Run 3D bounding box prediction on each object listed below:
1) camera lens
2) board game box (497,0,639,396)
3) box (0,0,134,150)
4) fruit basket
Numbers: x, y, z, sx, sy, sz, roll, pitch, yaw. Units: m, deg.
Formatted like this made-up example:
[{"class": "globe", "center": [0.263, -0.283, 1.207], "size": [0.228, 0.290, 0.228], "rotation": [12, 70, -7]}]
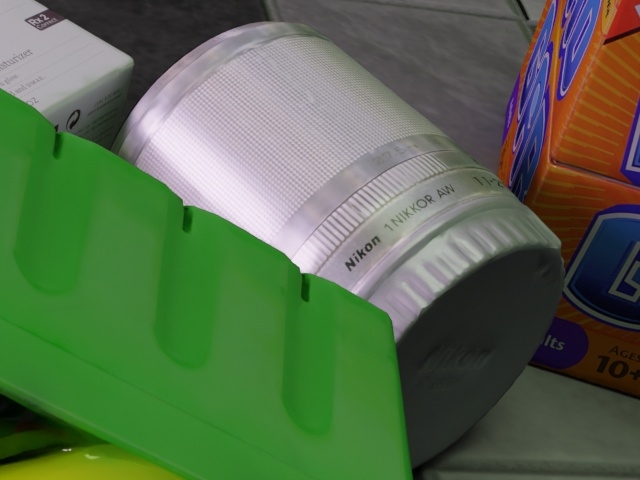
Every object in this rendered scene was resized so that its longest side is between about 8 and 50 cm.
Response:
[{"class": "camera lens", "center": [0.000, 0.000, 1.227], "size": [0.219, 0.219, 0.274], "rotation": [-20, 51, -41]}, {"class": "board game box", "center": [0.352, -0.102, 1.400], "size": [0.356, 0.356, 0.356], "rotation": [17, 36, -2]}, {"class": "box", "center": [-0.238, -0.048, 1.216], "size": [0.119, 0.182, 0.181], "rotation": [31, 38, 15]}, {"class": "fruit basket", "center": [-0.133, 0.148, 0.864], "size": [0.392, 0.283, 0.392], "rotation": [18, 61, -36]}]
